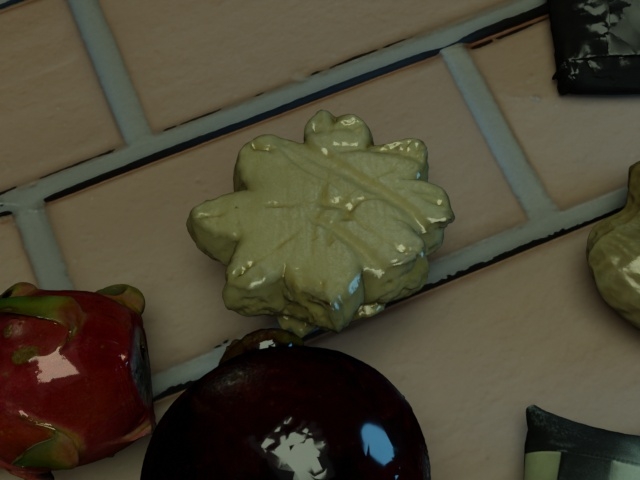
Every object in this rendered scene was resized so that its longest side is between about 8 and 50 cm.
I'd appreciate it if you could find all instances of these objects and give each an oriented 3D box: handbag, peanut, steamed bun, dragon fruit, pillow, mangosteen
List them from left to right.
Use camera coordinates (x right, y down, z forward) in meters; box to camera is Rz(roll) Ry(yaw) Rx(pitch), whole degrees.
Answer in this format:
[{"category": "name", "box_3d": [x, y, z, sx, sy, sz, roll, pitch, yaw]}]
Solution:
[{"category": "dragon fruit", "box_3d": [-0.289, 0.151, 1.193, 0.227, 0.224, 0.224, -1, 70, 3]}, {"category": "mangosteen", "box_3d": [-0.031, 0.240, 1.119, 0.297, 0.293, 0.297, 2, 100, 13]}, {"category": "steamed bun", "box_3d": [0.000, 0.000, 1.250, 0.292, 0.137, 0.295, -9, 51, -5]}, {"category": "pillow", "box_3d": [0.289, 0.307, 1.167, 0.186, 0.106, 0.249, 13, 67, 5]}, {"category": "handbag", "box_3d": [0.411, -0.293, 1.393, 0.247, 0.080, 0.223, -2, 71, 1]}, {"category": "peanut", "box_3d": [0.414, 0.005, 1.270, 0.197, 0.110, 0.233, 31, 74, 4]}]
